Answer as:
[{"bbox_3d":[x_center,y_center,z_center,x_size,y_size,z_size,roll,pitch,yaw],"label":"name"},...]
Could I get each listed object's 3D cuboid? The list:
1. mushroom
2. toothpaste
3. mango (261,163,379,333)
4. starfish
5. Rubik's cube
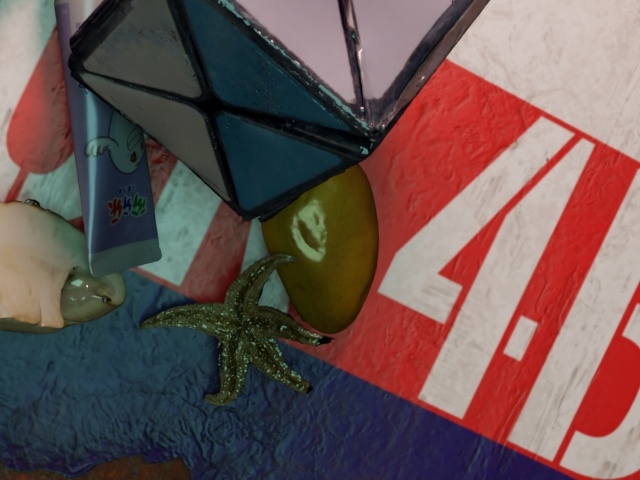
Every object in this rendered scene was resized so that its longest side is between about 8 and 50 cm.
[{"bbox_3d":[-0.369,0.049,1.632,0.286,0.151,0.156,15,54,-42],"label":"mushroom"},{"bbox_3d":[-0.249,-0.149,1.673,0.080,0.125,0.371,-2,98,33],"label":"toothpaste"},{"bbox_3d":[0.000,0.000,1.728,0.147,0.109,0.227,-7,97,-34],"label":"mango"},{"bbox_3d":[-0.096,0.102,1.718,0.238,0.057,0.213,14,110,14],"label":"starfish"},{"bbox_3d":[-0.046,-0.244,1.551,0.307,0.305,0.310,43,62,-13],"label":"Rubik's cube"}]
